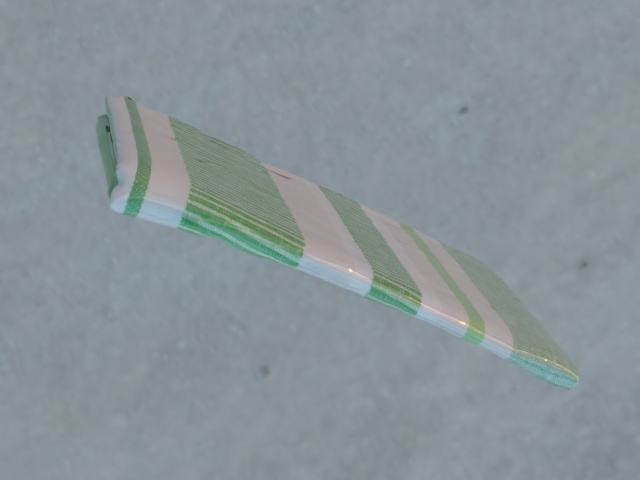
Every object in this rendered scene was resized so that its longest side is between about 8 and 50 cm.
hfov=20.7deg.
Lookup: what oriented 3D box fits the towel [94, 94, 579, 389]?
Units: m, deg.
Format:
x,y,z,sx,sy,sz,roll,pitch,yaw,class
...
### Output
x,y,z,sx,sy,sz,roll,pitch,yaw,class
0.000,0.000,1.200,0.324,0.248,0.038,24,100,-15,towel
